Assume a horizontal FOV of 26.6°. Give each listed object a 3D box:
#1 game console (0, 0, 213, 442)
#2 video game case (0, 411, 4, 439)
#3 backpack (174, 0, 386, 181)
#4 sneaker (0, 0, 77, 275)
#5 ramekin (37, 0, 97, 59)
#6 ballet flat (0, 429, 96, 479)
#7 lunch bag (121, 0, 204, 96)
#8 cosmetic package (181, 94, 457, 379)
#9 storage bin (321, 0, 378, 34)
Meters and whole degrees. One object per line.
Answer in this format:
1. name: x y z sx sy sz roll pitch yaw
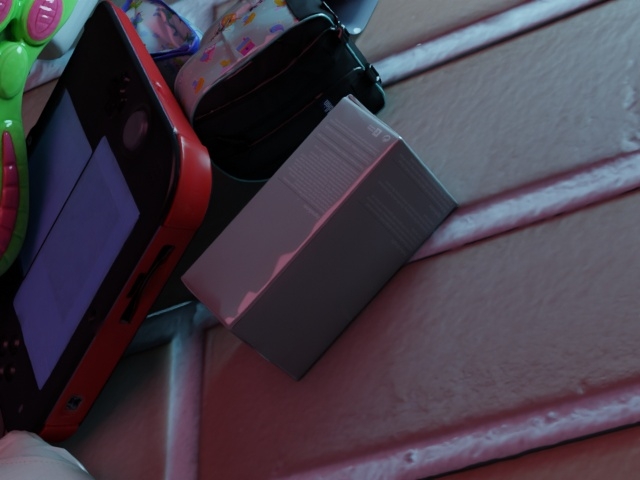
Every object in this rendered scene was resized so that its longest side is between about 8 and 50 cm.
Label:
1. game console: -0.261 -0.016 1.418 0.386 0.060 0.342 -56 43 23
2. video game case: -0.431 0.261 1.472 0.193 0.023 0.212 -15 54 27
3. backpack: -0.055 -0.159 1.388 0.188 0.166 0.144 -41 46 2
4. sneaker: -0.398 -0.188 1.479 0.202 0.185 0.483 2 77 47
5. ramekin: -0.406 -0.337 1.683 0.277 0.277 0.135 16 79 40
6. ballet flat: -0.338 0.247 1.332 0.400 0.139 0.139 -7 58 24
7. lunch bag: -0.152 -0.195 1.504 0.151 0.129 0.096 21 76 41
8. cosmetic package: 0.000 0.000 1.275 0.238 0.127 0.107 -45 47 -1
9. storage bin: -0.016 -0.283 1.475 0.091 0.135 0.098 6 65 50
